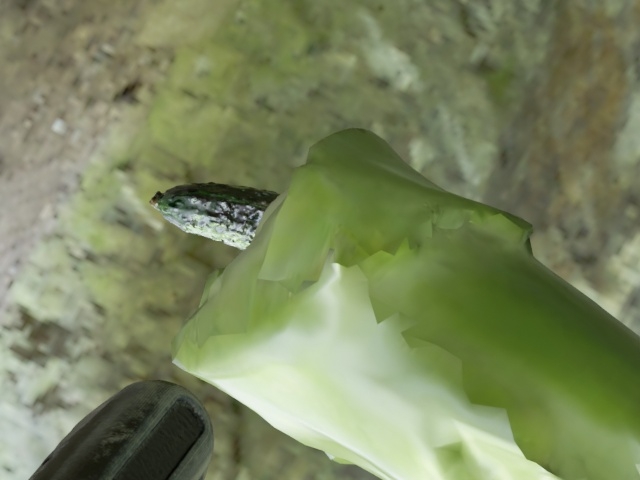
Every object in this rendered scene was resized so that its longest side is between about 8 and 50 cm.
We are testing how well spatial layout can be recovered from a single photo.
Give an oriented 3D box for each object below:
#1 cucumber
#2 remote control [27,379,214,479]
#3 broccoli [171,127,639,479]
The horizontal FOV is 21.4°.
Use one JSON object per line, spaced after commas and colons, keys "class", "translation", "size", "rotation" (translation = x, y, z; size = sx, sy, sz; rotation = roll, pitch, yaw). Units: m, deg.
{"class": "cucumber", "translation": [0.000, 0.000, 1.417], "size": [0.067, 0.293, 0.067], "rotation": [-161, -90, -90]}
{"class": "remote control", "translation": [-0.123, 0.152, 0.956], "size": [0.066, 0.090, 0.266], "rotation": [-49, -179, 23]}
{"class": "broccoli", "translation": [0.158, 0.127, 0.574], "size": [0.275, 0.397, 0.353], "rotation": [-63, 157, -52]}
